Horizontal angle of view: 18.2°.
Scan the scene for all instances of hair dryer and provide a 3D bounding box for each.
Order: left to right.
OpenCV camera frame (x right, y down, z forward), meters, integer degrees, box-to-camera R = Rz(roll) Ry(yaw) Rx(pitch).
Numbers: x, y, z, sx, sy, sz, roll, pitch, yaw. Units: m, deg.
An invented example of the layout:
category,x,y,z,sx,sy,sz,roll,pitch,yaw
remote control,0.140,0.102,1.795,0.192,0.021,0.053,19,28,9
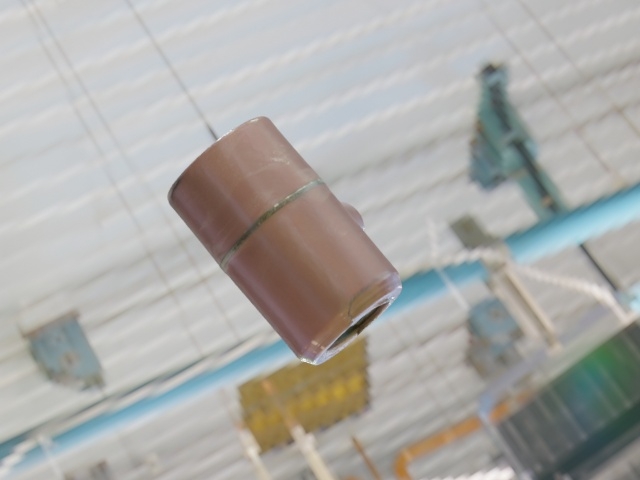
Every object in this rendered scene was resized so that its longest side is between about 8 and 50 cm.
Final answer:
category,x,y,z,sx,sy,sz,roll,pitch,yaw
hair dryer,0.000,0.000,1.951,0.125,0.210,0.352,-43,-10,12
